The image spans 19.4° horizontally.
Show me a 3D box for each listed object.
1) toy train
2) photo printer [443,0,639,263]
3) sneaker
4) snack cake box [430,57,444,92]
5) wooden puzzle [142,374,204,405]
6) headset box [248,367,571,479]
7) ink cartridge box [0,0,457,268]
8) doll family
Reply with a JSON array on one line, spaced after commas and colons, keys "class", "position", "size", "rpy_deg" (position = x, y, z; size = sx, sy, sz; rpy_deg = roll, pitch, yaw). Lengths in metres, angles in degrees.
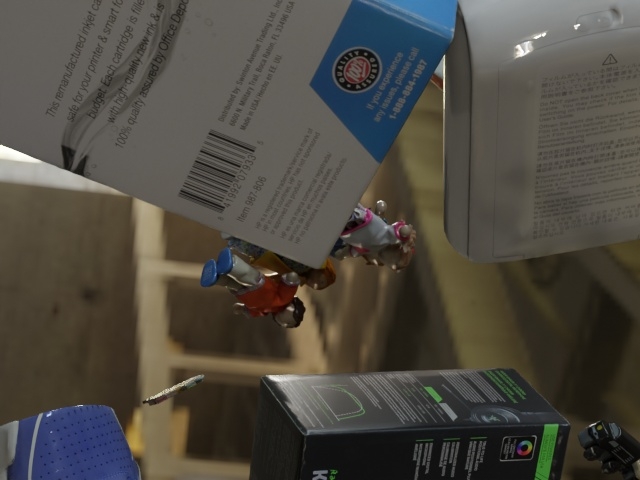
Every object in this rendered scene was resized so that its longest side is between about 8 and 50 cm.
[{"class": "toy train", "position": [0.248, 0.177, 1.387], "size": [0.036, 0.158, 0.027], "rpy_deg": [-38, -144, 20]}, {"class": "photo printer", "position": [0.231, -0.124, 1.632], "size": [0.307, 0.256, 0.107], "rpy_deg": [85, -7, -49]}, {"class": "sneaker", "position": [-0.116, 0.266, 1.327], "size": [0.182, 0.127, 0.316], "rpy_deg": [-14, -94, 43]}, {"class": "snack cake box", "position": [0.212, -0.168, 2.064], "size": [0.089, 0.152, 0.264], "rpy_deg": [-56, 159, 2]}, {"class": "wooden puzzle", "position": [-0.132, 0.136, 1.690], "size": [0.006, 0.049, 0.083], "rpy_deg": [64, -18, 0]}, {"class": "headset box", "position": [0.081, 0.257, 1.744], "size": [0.131, 0.283, 0.246], "rpy_deg": [-134, -132, -61]}, {"class": "ink cartridge box", "position": [-0.118, -0.186, 1.546], "size": [0.166, 0.395, 0.285], "rpy_deg": [-79, -165, -48]}, {"class": "doll family", "position": [0.000, 0.000, 2.095], "size": [0.263, 0.163, 0.118], "rpy_deg": [-29, -136, 35]}]
